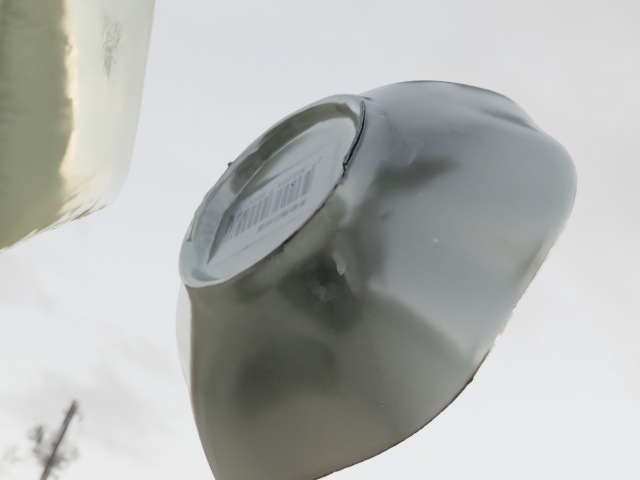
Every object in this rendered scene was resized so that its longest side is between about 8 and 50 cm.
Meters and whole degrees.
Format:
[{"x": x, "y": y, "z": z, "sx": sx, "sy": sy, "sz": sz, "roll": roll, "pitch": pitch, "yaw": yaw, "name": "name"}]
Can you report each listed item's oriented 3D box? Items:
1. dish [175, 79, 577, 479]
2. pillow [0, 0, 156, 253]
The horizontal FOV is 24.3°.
[{"x": 0.000, "y": 0.000, "z": 0.550, "sx": 0.066, "sy": 0.191, "sz": 0.190, "roll": 44, "pitch": -30, "yaw": -25, "name": "dish"}, {"x": -0.226, "y": -0.157, "z": 1.265, "sx": 0.119, "sy": 0.255, "sz": 0.322, "roll": 19, "pitch": -69, "yaw": 18, "name": "pillow"}]
